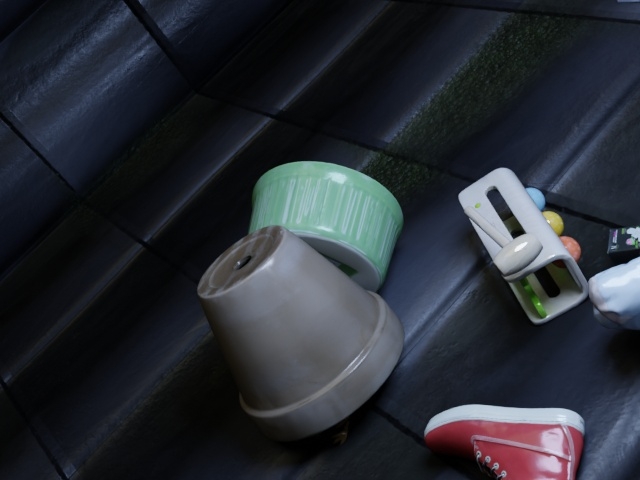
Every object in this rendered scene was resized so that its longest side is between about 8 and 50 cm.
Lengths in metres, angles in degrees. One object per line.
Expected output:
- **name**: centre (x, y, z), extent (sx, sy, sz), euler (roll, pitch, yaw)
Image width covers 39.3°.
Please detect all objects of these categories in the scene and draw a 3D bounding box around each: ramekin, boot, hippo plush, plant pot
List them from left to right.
- **plant pot**: centre (-0.061, 0.139, 1.566), extent (0.323, 0.280, 0.323), euler (-32, 22, 14)
- **ramekin**: centre (0.000, 0.000, 1.719), extent (0.303, 0.303, 0.148), euler (-11, 50, 33)
- **boot**: centre (0.251, 0.333, 1.291), extent (0.244, 0.088, 0.176), euler (-7, 46, 31)
- **hippo plush**: centre (0.541, 0.115, 1.226), extent (0.294, 0.234, 0.236), euler (-36, 63, 29)

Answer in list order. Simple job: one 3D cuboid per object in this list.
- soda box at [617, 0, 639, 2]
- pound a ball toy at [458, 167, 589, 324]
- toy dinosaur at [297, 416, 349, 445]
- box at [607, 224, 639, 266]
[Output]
- **soda box**: centre (0.715, -0.551, 1.910), extent (0.183, 0.063, 0.058), euler (17, 62, 51)
- **pound a ball toy**: centre (0.340, -0.015, 1.502), extent (0.135, 0.208, 0.319), euler (-31, 34, 10)
- **toy dinosaur**: centre (0.030, 0.286, 1.558), extent (0.211, 0.064, 0.112), euler (-34, 33, 6)
- **box**: centre (0.513, 0.014, 1.440), extent (0.083, 0.062, 0.052), euler (-9, 45, 34)
